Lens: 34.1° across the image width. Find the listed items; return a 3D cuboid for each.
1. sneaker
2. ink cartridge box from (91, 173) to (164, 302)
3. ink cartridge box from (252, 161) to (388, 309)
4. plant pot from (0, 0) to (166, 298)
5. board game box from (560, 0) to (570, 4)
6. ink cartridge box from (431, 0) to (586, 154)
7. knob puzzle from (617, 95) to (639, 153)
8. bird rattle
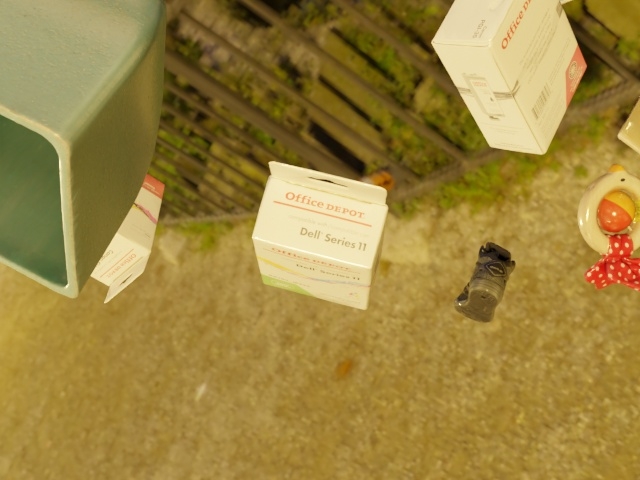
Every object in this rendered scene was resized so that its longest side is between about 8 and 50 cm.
[{"bbox_3d":[0.339,0.088,2.127,0.130,0.087,0.227,-62,-8,-21],"label":"sneaker"},{"bbox_3d":[-0.320,-0.010,1.661,0.115,0.067,0.198,-38,33,33],"label":"ink cartridge box"},{"bbox_3d":[0.000,0.000,1.760,0.353,0.207,0.119,86,-161,-72],"label":"ink cartridge box"},{"bbox_3d":[-0.276,-0.147,1.028,0.252,0.247,0.248,-57,-11,-35],"label":"plant pot"},{"bbox_3d":[0.515,-0.576,1.956,0.316,0.242,0.064,-12,57,45],"label":"board game box"},{"bbox_3d":[0.325,-0.314,1.751,0.117,0.283,0.207,13,64,39],"label":"ink cartridge box"},{"bbox_3d":[0.439,-0.099,1.198,0.030,0.213,0.213,123,161,-45],"label":"knob puzzle"},{"bbox_3d":[0.588,-0.032,2.049,0.253,0.207,0.143,-48,16,2],"label":"bird rattle"}]
